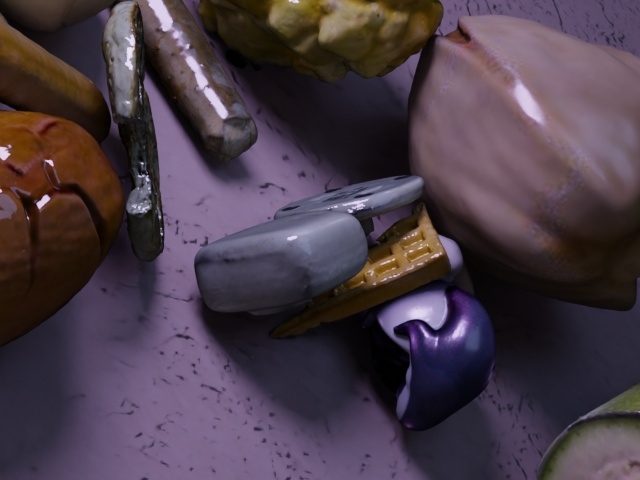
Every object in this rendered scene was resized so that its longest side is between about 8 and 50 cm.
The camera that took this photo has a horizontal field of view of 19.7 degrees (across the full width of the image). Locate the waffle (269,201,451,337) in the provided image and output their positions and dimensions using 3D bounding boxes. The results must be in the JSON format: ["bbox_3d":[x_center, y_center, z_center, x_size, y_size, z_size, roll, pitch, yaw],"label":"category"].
[{"bbox_3d":[0.030,0.031,1.851,0.125,0.191,0.032,-109,177,-57],"label":"waffle"}]

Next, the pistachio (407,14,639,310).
[{"bbox_3d":[0.245,-0.084,1.980,0.365,0.281,0.445,52,3,-13],"label":"pistachio"}]

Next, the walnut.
[{"bbox_3d":[-0.275,-0.016,1.507,0.298,0.203,0.203,-30,80,-42],"label":"walnut"}]

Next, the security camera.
[{"bbox_3d":[0.000,0.000,1.824,0.301,0.157,0.080,-30,107,-57],"label":"security camera"}]

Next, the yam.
[{"bbox_3d":[-0.163,-0.221,1.922,0.071,0.067,0.317,-18,69,-38],"label":"yam"}]

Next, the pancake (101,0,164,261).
[{"bbox_3d":[-0.171,-0.101,1.701,0.037,0.253,0.253,-6,53,-4],"label":"pancake"}]

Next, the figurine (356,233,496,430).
[{"bbox_3d":[0.117,0.088,1.856,0.145,0.145,0.222,27,37,-26],"label":"figurine"}]

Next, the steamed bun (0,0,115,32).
[{"bbox_3d":[-0.277,-0.291,1.768,0.200,0.155,0.250,44,-4,-7],"label":"steamed bun"}]

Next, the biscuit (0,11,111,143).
[{"bbox_3d":[-0.313,-0.186,1.605,0.237,0.062,0.291,38,2,22],"label":"biscuit"}]

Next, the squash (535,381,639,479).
[{"bbox_3d":[0.421,0.246,1.915,0.384,0.263,0.263,-20,72,-52],"label":"squash"}]

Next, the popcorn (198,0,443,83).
[{"bbox_3d":[-0.009,-0.278,1.967,0.252,0.286,0.215,5,95,-45],"label":"popcorn"}]
